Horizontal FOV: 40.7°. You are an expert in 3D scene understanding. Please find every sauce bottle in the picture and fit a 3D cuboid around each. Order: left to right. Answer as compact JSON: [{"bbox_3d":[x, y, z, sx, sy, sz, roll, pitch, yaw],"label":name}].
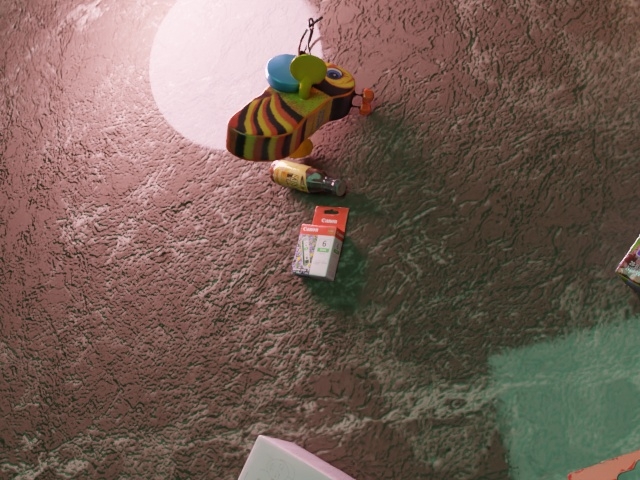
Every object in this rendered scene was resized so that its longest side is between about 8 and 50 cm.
[{"bbox_3d":[-0.019,-0.094,1.320,0.128,0.042,0.042,16,81,35],"label":"sauce bottle"}]

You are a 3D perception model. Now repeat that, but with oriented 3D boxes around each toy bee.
[{"bbox_3d":[-0.009,-0.220,1.293,0.162,0.195,0.298,24,73,10],"label":"toy bee"}]

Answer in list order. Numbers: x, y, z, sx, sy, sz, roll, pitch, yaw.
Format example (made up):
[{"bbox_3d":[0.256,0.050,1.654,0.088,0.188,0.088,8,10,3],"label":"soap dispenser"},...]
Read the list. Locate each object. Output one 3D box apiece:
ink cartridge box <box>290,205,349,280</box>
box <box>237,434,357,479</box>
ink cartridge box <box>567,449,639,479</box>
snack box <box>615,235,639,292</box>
[{"bbox_3d":[0.000,0.000,1.282,0.062,0.029,0.115,5,75,32],"label":"ink cartridge box"},{"bbox_3d":[-0.024,0.353,1.127,0.170,0.091,0.130,22,84,34],"label":"box"},{"bbox_3d":[0.382,0.331,0.925,0.181,0.056,0.225,-26,63,20],"label":"ink cartridge box"},{"bbox_3d":[0.474,0.023,0.973,0.207,0.070,0.174,36,93,33],"label":"snack box"}]
